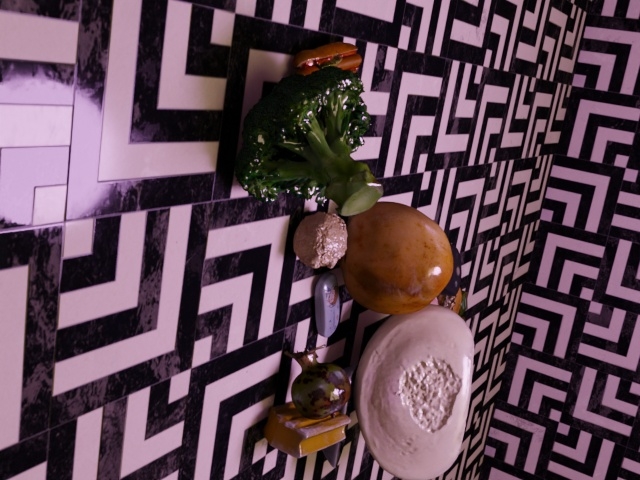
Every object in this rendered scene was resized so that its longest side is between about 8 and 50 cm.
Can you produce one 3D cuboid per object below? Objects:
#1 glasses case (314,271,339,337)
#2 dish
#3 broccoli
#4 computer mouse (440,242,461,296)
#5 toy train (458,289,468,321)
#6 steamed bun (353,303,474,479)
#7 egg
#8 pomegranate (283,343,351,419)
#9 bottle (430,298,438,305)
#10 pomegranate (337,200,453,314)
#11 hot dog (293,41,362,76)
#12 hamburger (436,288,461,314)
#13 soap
[{"bbox_3d":[0.016,0.160,1.805,0.067,0.045,0.178,-42,139,-45],"label":"glasses case"},{"bbox_3d":[0.037,0.453,1.940,0.182,0.080,0.243,-18,118,-81],"label":"dish"},{"bbox_3d":[-0.014,-0.160,1.341,0.297,0.297,0.297,-23,150,-14],"label":"broccoli"},{"bbox_3d":[0.358,0.078,2.315,0.269,0.100,0.170,32,57,-52],"label":"computer mouse"},{"bbox_3d":[0.454,0.278,2.629,0.225,0.090,0.137,-37,129,-48],"label":"toy train"},{"bbox_3d":[0.237,0.394,1.986,0.371,0.290,0.456,59,39,-83],"label":"steamed bun"},{"bbox_3d":[0.000,0.000,1.613,0.140,0.118,0.116,-43,157,-31],"label":"egg"},{"bbox_3d":[-0.004,0.333,1.718,0.148,0.148,0.169,34,45,-61],"label":"pomegranate"},{"bbox_3d":[0.318,0.268,2.322,0.147,0.147,0.236,-32,124,-51],"label":"bottle"},{"bbox_3d":[0.183,0.045,1.779,0.307,0.307,0.307,-38,136,-48],"label":"pomegranate"},{"bbox_3d":[0.012,-0.353,1.498,0.235,0.062,0.092,-35,137,-49],"label":"hot dog"},{"bbox_3d":[0.411,0.257,2.471,0.131,0.124,0.262,19,89,-46],"label":"hamburger"},{"bbox_3d":[-0.040,0.445,1.757,0.232,0.140,0.073,6,99,-62],"label":"soap"}]
